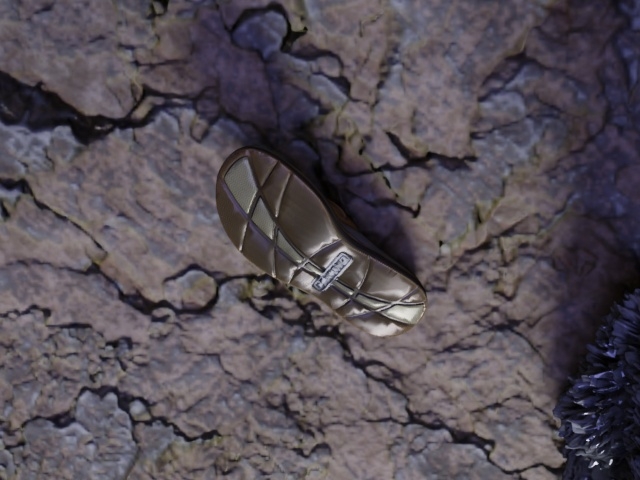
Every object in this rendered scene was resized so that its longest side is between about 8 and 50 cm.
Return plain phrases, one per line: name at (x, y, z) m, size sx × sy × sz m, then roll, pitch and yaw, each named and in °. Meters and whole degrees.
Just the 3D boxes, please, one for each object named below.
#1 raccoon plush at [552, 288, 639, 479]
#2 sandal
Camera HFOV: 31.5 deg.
raccoon plush at (0.237, 0.106, 0.647) m, size 0.216 × 0.299 × 0.446 m, roll -11°, pitch 105°, yaw 11°
sandal at (0.000, 0.000, 0.783) m, size 0.180 × 0.049 × 0.072 m, roll 37°, pitch 115°, yaw -20°
